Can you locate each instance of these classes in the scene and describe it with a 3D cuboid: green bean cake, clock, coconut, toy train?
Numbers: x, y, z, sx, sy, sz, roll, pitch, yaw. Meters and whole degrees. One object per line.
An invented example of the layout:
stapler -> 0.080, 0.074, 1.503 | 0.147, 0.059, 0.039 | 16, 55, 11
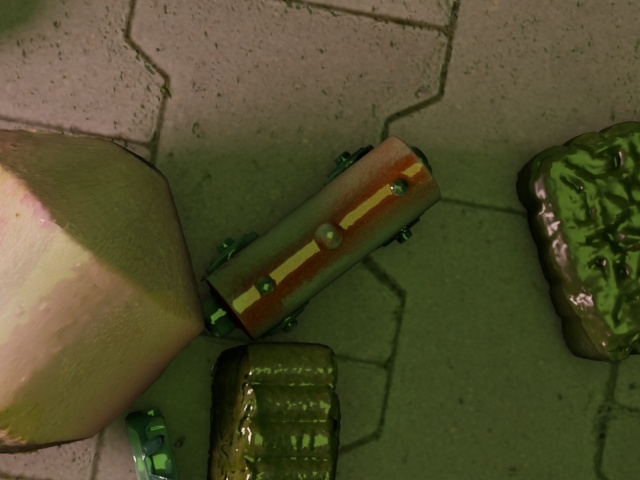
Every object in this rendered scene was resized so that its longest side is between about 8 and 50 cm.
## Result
green bean cake -> -0.049, 0.198, 1.827 | 0.113, 0.214, 0.200 | 5, 87, -11
green bean cake -> 0.336, 0.000, 1.917 | 0.222, 0.125, 0.248 | -15, 89, -6
clock -> -0.165, 0.221, 1.851 | 0.041, 0.135, 0.101 | -13, 90, -6
coconut -> -0.268, 0.039, 1.784 | 0.297, 0.297, 0.309 | 45, 89, -2
toy train -> 0.000, 0.000, 1.858 | 0.285, 0.177, 0.116 | -36, 92, -7
